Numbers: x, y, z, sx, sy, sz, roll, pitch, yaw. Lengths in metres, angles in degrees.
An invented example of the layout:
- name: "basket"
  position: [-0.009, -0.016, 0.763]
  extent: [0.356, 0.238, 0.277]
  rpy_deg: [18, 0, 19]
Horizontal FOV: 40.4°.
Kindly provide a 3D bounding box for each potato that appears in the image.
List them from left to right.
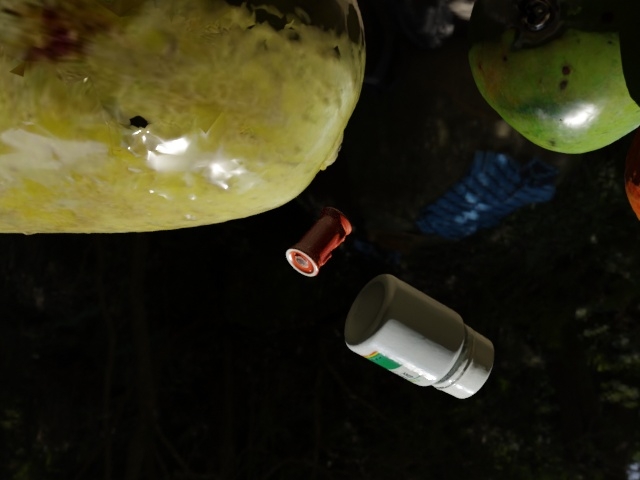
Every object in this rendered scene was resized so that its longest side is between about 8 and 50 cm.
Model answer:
- name: "potato"
  position: [-0.153, -0.133, 0.483]
  extent: [0.359, 0.270, 0.219]
  rpy_deg: [5, -155, 8]

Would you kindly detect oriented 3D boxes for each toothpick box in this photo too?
- name: "toothpick box"
  position: [0.000, 0.000, 1.065]
  extent: [0.047, 0.083, 0.047]
  rpy_deg: [28, 147, 20]

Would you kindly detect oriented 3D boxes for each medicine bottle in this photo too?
- name: "medicine bottle"
  position: [0.095, 0.094, 0.826]
  extent: [0.130, 0.080, 0.080]
  rpy_deg: [31, 171, -19]

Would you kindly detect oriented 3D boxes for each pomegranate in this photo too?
- name: "pomegranate"
  position: [0.228, -0.161, 0.723]
  extent: [0.187, 0.187, 0.225]
  rpy_deg: [10, 179, 38]

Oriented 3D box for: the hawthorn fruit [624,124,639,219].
- name: "hawthorn fruit"
  position: [0.326, -0.074, 0.644]
  extent: [0.165, 0.165, 0.285]
  rpy_deg: [11, -156, 32]
